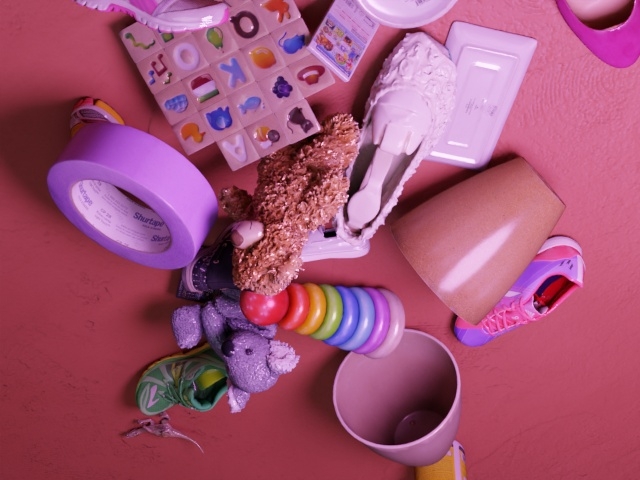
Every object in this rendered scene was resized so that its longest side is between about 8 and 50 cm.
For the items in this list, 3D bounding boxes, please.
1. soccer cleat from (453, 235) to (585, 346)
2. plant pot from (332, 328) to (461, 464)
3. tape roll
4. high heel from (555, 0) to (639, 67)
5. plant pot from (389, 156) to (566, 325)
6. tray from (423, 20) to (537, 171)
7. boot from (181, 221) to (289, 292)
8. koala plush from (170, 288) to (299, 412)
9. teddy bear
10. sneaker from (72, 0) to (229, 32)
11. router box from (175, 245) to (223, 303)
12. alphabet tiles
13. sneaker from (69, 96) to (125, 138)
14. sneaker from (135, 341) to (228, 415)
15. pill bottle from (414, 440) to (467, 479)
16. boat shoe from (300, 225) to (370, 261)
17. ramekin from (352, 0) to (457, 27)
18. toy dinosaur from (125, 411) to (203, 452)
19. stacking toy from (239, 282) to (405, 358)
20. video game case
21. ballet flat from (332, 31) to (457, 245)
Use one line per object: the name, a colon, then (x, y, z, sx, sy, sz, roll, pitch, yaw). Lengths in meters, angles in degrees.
soccer cleat: (0.375, 0.122, 1.846, 0.109, 0.116, 0.318, 33, 123, -22)
plant pot: (0.187, 0.358, 1.992, 0.257, 0.256, 0.274, -12, 144, 13)
tape roll: (-0.312, -0.070, 1.603, 0.275, 0.090, 0.274, 20, 149, 13)
high heel: (0.397, -0.374, 1.400, 0.127, 0.181, 0.377, -25, 124, 21)
plant pot: (0.292, -0.022, 1.687, 0.254, 0.237, 0.237, -43, 117, 14)
tray: (0.254, -0.230, 1.623, 0.145, 0.030, 0.270, 10, 129, -7)
boot: (-0.110, 0.031, 1.698, 0.179, 0.236, 0.085, 4, 116, 32)
koala plush: (-0.140, 0.202, 1.845, 0.196, 0.221, 0.203, -40, 140, 13)
teddy bear: (-0.057, -0.079, 1.564, 0.338, 0.245, 0.113, -53, 141, -10)
sneaker: (-0.257, -0.388, 1.457, 0.252, 0.103, 0.111, 17, 113, 4)
router box: (-0.227, 0.068, 1.884, 0.092, 0.038, 0.122, 14, 129, -8)
alphabet tiles: (-0.151, -0.292, 1.531, 0.285, 0.011, 0.342, -24, 103, 20)
sneaker: (-0.346, -0.147, 1.681, 0.225, 0.092, 0.088, 35, 122, -24)
sneaker: (-0.281, 0.302, 2.022, 0.296, 0.123, 0.109, -29, 123, 24)
pill bottle: (0.269, 0.552, 2.142, 0.119, 0.208, 0.119, 2, 129, 2)
boat shoe: (0.000, 0.000, 1.805, 0.184, 0.066, 0.063, -1, 115, 7)
ramekin: (0.126, -0.416, 1.428, 0.207, 0.109, 0.207, 1, 129, 1)
toy dinosaur: (-0.352, 0.432, 2.190, 0.183, 0.053, 0.092, 8, 145, 6)
stacking toy: (-0.007, 0.136, 1.800, 0.330, 0.141, 0.141, 13, 132, -34)
video game case: (0.036, -0.322, 1.511, 0.087, 0.122, 0.011, 38, 155, -25)
ballet flat: (0.118, -0.147, 1.621, 0.147, 0.147, 0.408, 15, 129, -9)
